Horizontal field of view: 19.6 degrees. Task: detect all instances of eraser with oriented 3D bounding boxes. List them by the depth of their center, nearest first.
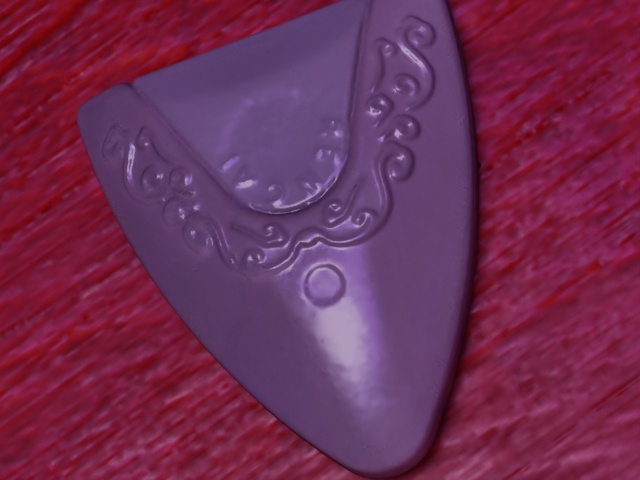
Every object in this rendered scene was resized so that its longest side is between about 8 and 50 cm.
[{"bbox_3d":[0.000,0.000,0.922,0.204,0.059,0.243,-21,69,5],"label":"eraser"}]
